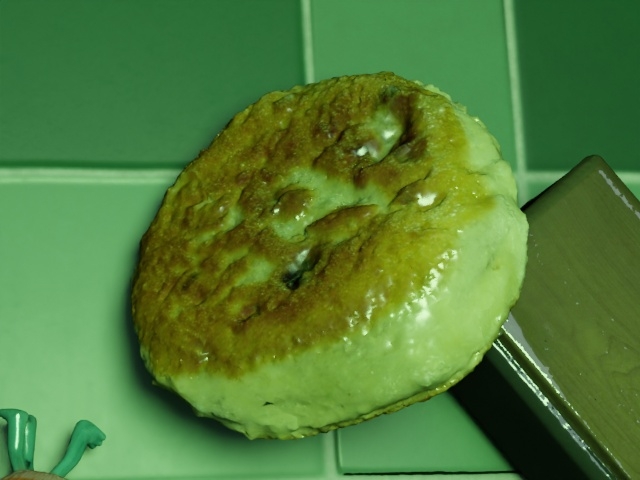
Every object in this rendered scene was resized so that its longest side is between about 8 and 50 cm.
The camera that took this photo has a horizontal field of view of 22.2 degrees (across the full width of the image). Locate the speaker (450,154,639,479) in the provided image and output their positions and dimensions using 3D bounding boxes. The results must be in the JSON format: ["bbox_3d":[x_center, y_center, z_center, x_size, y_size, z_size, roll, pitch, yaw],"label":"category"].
[{"bbox_3d":[0.211,0.081,1.278,0.192,0.153,0.231,-40,88,-19],"label":"speaker"}]

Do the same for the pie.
[{"bbox_3d":[0.000,0.000,1.205,0.315,0.092,0.315,-13,53,19],"label":"pie"}]

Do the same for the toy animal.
[{"bbox_3d":[-0.216,0.226,1.181,0.103,0.100,0.208,34,62,-46],"label":"toy animal"}]
